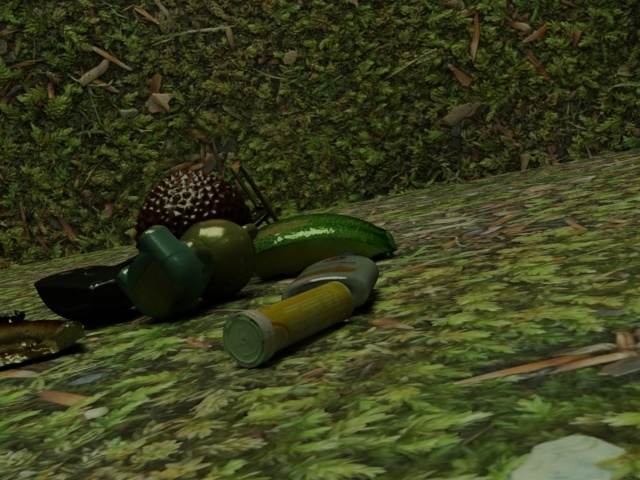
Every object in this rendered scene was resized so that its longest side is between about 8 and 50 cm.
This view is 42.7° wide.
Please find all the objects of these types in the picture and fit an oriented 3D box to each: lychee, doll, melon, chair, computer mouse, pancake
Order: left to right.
[{"bbox_3d":[-0.528,0.176,1.446,0.258,0.056,0.212,-12,6,-6],"label":"pancake"},{"bbox_3d":[-0.467,0.114,1.691,0.269,0.100,0.170,1,15,43],"label":"computer mouse"},{"bbox_3d":[-0.292,-0.022,1.897,0.276,0.304,0.275,-3,-27,-1],"label":"lychee"},{"bbox_3d":[-0.238,0.048,1.586,0.261,0.161,0.177,-21,-27,-54],"label":"doll"},{"bbox_3d":[-0.203,-0.046,2.216,0.166,0.272,0.188,-42,12,-10],"label":"chair"},{"bbox_3d":[0.000,0.000,1.792,0.324,0.124,0.196,-11,14,12],"label":"melon"}]

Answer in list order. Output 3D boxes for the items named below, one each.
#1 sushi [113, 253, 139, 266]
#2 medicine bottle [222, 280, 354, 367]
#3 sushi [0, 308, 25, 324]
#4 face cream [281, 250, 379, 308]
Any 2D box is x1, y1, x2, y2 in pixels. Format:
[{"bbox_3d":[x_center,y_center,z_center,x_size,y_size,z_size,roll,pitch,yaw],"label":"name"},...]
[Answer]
[{"bbox_3d":[-0.420,0.054,2.213,0.294,0.059,0.292,-27,-4,-9],"label":"sushi"},{"bbox_3d":[-0.037,0.108,1.131,0.074,0.073,0.218,-6,7,36],"label":"medicine bottle"},{"bbox_3d":[-0.650,0.178,1.666,0.083,0.056,0.085,-16,4,28],"label":"sushi"},{"bbox_3d":[0.029,0.067,1.377,0.144,0.071,0.291,-10,6,13],"label":"face cream"}]
